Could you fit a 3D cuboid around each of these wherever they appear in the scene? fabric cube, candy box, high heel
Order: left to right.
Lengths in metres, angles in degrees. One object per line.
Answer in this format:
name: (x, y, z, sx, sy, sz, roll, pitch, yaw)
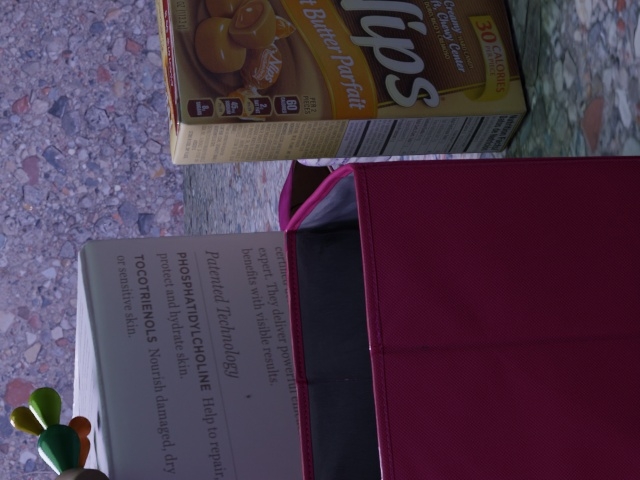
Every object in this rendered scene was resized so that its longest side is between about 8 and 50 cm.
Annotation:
high heel: (0.000, 0.000, 2.023, 0.377, 0.127, 0.181, -125, 24, -73)
candy box: (0.014, -0.172, 1.510, 0.087, 0.317, 0.182, 111, 153, -64)
fabric cube: (0.129, 0.084, 1.194, 0.254, 0.258, 0.259, 138, 128, -75)

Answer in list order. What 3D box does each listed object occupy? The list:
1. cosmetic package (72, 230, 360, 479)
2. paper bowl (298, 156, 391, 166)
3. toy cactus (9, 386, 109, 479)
cosmetic package: (-0.031, 0.212, 1.616, 0.329, 0.394, 0.327, 102, 160, -47)
paper bowl: (0.046, -0.222, 1.750, 0.284, 0.148, 0.284, 177, 90, -78)
toy cactus: (-0.227, 0.223, 1.412, 0.180, 0.112, 0.218, 141, 134, -62)
